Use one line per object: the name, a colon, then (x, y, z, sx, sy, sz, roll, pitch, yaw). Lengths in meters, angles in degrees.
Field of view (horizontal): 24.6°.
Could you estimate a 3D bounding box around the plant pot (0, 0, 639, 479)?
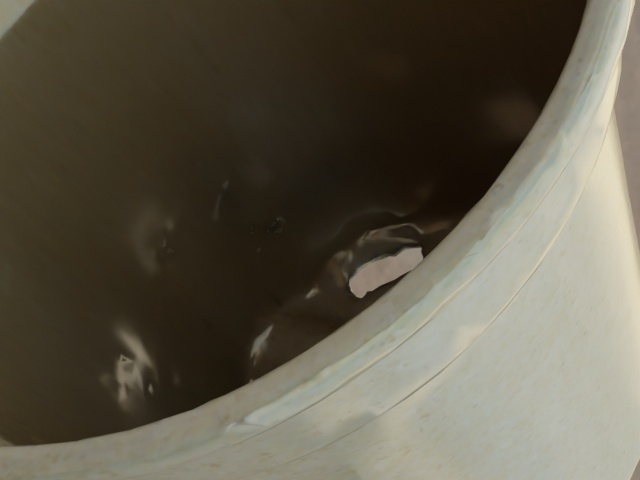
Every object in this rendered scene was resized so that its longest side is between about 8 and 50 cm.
plant pot: (0.000, 0.000, 0.602, 0.305, 0.333, 0.334, 51, 42, -50)
